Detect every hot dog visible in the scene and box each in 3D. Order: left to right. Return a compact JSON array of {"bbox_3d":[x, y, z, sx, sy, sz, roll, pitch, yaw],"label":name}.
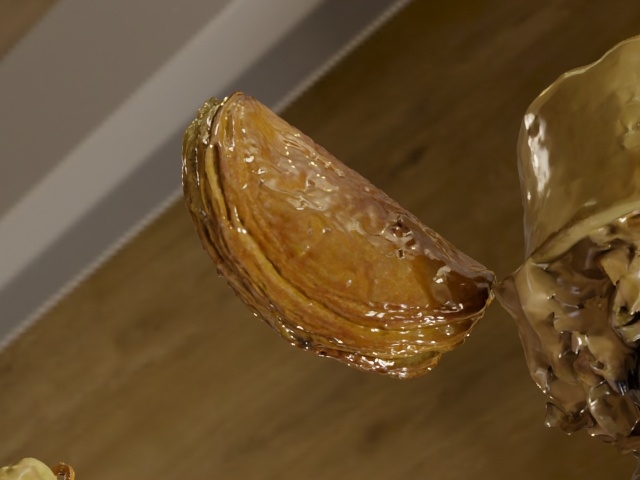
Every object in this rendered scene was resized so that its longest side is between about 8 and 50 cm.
[{"bbox_3d":[0.000,0.000,1.515,0.272,0.196,0.122,34,-73,2],"label":"hot dog"}]

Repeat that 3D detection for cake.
[{"bbox_3d":[0.297,0.049,1.402,0.332,0.332,0.321,-31,-129,46],"label":"cake"}]

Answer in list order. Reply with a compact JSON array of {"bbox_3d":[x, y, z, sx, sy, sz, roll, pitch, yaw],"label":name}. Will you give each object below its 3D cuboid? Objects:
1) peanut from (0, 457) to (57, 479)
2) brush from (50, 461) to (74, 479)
[{"bbox_3d":[-0.245,0.263,1.256,0.147,0.305,0.147,16,-37,12],"label":"peanut"},{"bbox_3d":[-0.253,0.312,1.601,0.090,0.017,0.314,-19,-139,34],"label":"brush"}]
